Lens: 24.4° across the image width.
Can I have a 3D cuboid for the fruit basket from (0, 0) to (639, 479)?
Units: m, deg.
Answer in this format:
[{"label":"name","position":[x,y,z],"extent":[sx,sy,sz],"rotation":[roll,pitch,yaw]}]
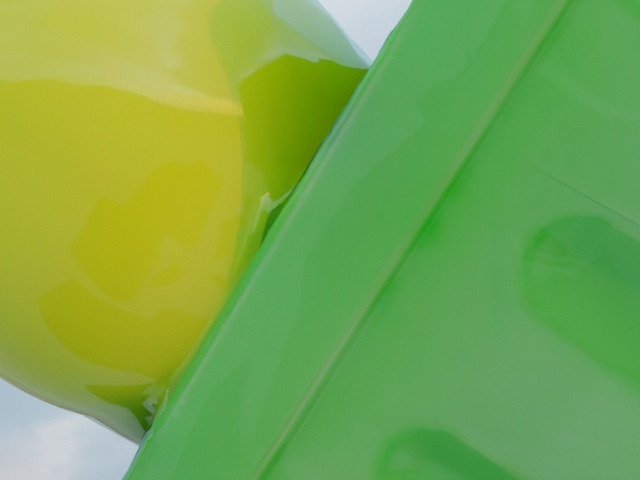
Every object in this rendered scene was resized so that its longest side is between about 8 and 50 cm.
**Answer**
[{"label":"fruit basket","position":[0.000,0.000,0.527],"extent":[0.392,0.392,0.283],"rotation":[-16,3,29]}]
